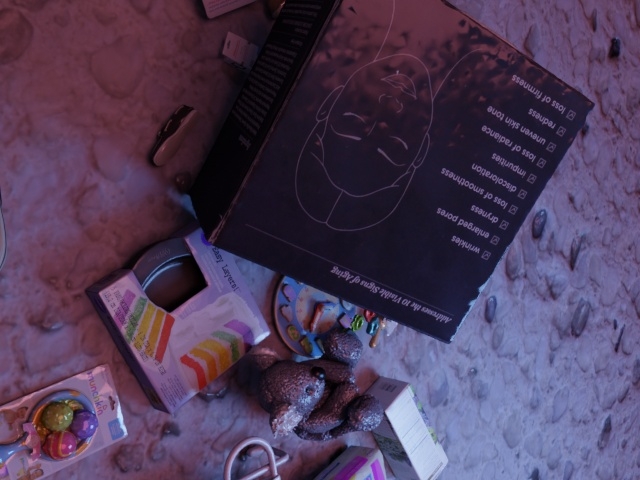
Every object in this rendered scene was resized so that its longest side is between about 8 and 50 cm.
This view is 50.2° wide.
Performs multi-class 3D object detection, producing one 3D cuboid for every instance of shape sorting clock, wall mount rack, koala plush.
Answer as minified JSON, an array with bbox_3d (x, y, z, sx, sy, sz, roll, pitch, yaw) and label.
[{"bbox_3d":[-0.006,0.136,1.396,0.206,0.040,0.206,-1,92,-38],"label":"shape sorting clock"},{"bbox_3d":[-0.180,0.526,1.222,0.304,0.130,0.350,-13,99,-41],"label":"wall mount rack"},{"bbox_3d":[-0.035,0.281,1.260,0.221,0.203,0.196,21,43,-51],"label":"koala plush"}]

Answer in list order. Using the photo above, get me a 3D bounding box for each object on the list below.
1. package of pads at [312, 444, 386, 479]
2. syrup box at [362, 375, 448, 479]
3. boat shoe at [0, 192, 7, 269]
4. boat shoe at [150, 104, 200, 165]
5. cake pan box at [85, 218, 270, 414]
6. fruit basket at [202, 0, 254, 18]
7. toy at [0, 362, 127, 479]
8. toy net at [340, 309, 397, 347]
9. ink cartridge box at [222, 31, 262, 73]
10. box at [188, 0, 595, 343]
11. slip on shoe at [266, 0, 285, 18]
[{"bbox_3d":[0.058,0.605,1.387,0.229,0.101,0.297,-23,105,-54],"label":"package of pads"},{"bbox_3d":[0.184,0.427,1.518,0.096,0.093,0.237,-41,114,-30],"label":"syrup box"},{"bbox_3d":[-0.529,-0.167,0.915,0.186,0.156,0.500,-9,85,-33],"label":"boat shoe"},{"bbox_3d":[-0.259,-0.186,1.192,0.125,0.038,0.046,-57,164,-16],"label":"boat shoe"},{"bbox_3d":[-0.241,0.123,1.197,0.245,0.070,0.267,-36,112,-34],"label":"cake pan box"},{"bbox_3d":[-0.141,-0.624,1.229,0.327,0.165,0.353,-36,128,-31],"label":"fruit basket"},{"bbox_3d":[-0.417,0.302,1.068,0.237,0.056,0.137,-19,104,-36],"label":"toy"},{"bbox_3d":[0.107,0.171,1.453,0.232,0.045,0.122,-25,126,-53],"label":"toy net"},{"bbox_3d":[-0.150,-0.349,1.279,0.083,0.028,0.048,20,78,-37],"label":"ink cartridge box"},{"bbox_3d":[0.102,-0.150,1.166,0.479,0.297,0.472,25,99,-24],"label":"box"},{"bbox_3d":[-0.052,-0.483,1.343,0.135,0.051,0.041,-40,103,-24],"label":"slip on shoe"}]
